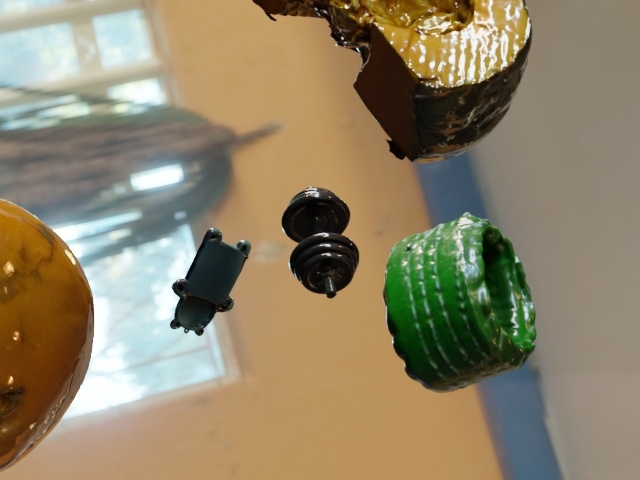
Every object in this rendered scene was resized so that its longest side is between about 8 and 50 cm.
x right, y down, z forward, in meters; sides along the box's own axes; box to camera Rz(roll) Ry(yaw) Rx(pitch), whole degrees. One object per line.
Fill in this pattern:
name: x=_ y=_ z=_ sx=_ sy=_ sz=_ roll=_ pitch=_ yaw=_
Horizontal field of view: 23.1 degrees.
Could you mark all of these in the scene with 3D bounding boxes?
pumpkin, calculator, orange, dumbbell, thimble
pumpkin: x=0.059 y=-0.188 z=1.510 sx=0.139 sy=0.280 sz=0.190 roll=103 pitch=-5 yaw=-61
calculator: x=-0.142 y=0.055 z=1.986 sx=0.019 sy=0.094 sz=0.141 roll=31 pitch=-83 yaw=55
orange: x=-0.388 y=0.094 z=1.618 sx=0.312 sy=0.312 sz=0.312 roll=166 pitch=-90 yaw=-70
dumbbell: x=0.000 y=0.000 z=2.156 sx=0.208 sy=0.099 sz=0.099 roll=-102 pitch=-166 yaw=-44
thimble: x=0.108 y=0.049 z=1.211 sx=0.090 sy=0.118 sz=0.130 roll=-23 pitch=-112 yaw=27
